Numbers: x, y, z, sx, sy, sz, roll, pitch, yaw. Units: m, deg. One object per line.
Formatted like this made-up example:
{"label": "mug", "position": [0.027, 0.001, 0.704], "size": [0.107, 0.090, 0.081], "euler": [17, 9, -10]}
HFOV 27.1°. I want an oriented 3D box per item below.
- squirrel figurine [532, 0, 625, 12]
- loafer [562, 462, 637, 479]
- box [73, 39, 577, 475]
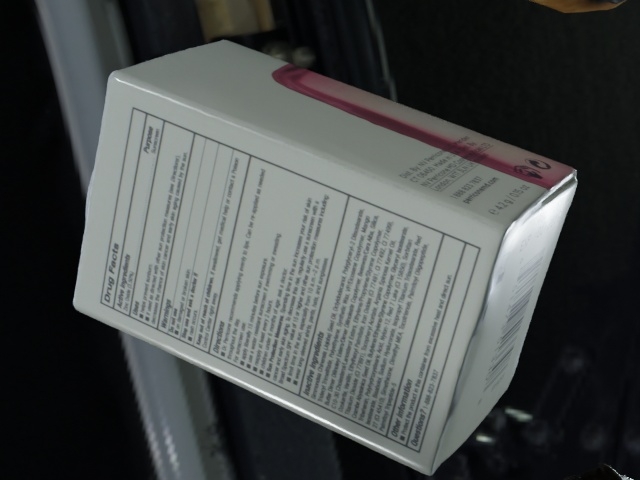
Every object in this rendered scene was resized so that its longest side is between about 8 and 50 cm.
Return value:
{"label": "squirrel figurine", "position": [0.113, -0.272, 0.375], "size": [0.281, 0.370, 0.396], "euler": [-16, -104, -40]}
{"label": "loafer", "position": [0.228, 0.187, 0.886], "size": [0.078, 0.080, 0.220], "euler": [-39, -36, 10]}
{"label": "box", "position": [0.000, 0.000, 0.734], "size": [0.127, 0.232, 0.148], "euler": [-32, -39, -57]}
